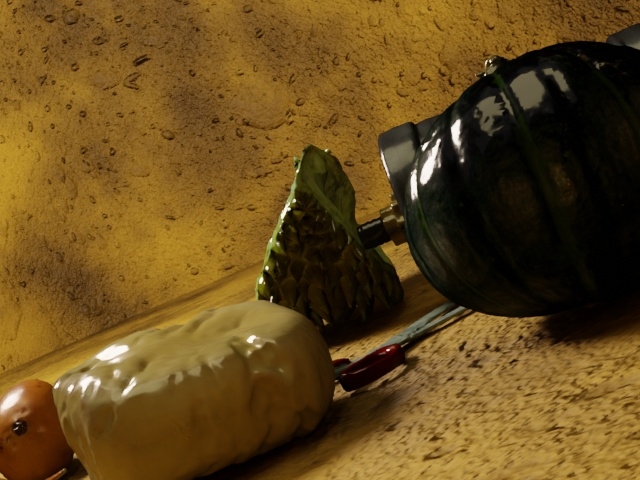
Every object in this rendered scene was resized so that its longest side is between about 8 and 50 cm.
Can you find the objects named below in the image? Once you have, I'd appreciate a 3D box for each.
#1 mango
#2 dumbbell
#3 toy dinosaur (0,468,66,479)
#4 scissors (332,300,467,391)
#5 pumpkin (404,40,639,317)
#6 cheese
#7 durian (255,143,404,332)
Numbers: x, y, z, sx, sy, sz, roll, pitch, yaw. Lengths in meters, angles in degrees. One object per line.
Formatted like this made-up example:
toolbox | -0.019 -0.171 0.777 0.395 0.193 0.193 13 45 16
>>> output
mango | -0.294 0.193 1.292 0.084 0.105 0.159 -6 -6 -17
dumbbell | 0.218 -0.075 1.259 0.388 0.185 0.185 -22 4 9
toy dinosaur | -0.259 0.220 1.062 0.142 0.057 0.212 -6 16 41
scissors | 0.074 0.087 1.141 0.247 0.017 0.144 -25 3 -41
pumpkin | 0.174 -0.048 0.958 0.250 0.216 0.250 -23 -23 -10
cheese | -0.092 0.123 0.992 0.214 0.117 0.226 -21 8 -16
durian | -0.010 0.005 1.447 0.163 0.198 0.394 -25 1 8
